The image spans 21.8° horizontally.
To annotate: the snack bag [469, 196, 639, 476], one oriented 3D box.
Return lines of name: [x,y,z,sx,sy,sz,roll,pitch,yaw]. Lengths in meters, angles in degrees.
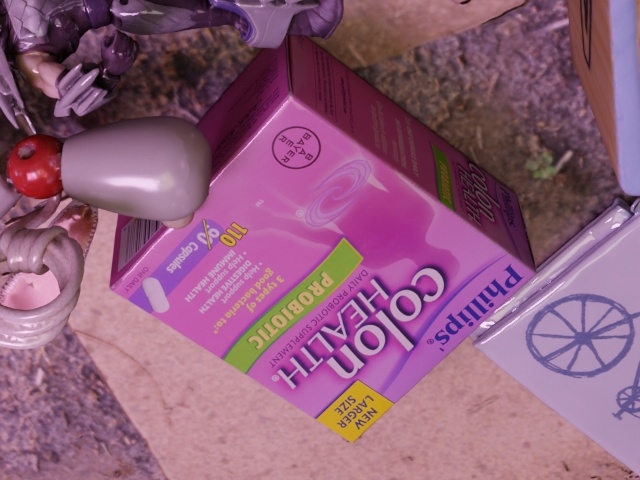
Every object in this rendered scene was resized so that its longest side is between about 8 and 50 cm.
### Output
snack bag: [0.345,0.063,1.377,0.323,0.037,0.342,38,115,-24]

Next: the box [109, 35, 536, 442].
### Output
box: [0.000,0.000,1.270,0.243,0.117,0.213,35,116,-23]

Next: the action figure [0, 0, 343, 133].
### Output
action figure: [-0.134,-0.175,1.133,0.285,0.185,0.099,-14,164,-9]

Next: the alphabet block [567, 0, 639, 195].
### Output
alphabet block: [0.271,-0.169,1.124,0.192,0.197,0.193,-6,123,2]

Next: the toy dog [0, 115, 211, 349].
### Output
toy dog: [-0.237,-0.011,1.197,0.333,0.220,0.161,17,151,27]
